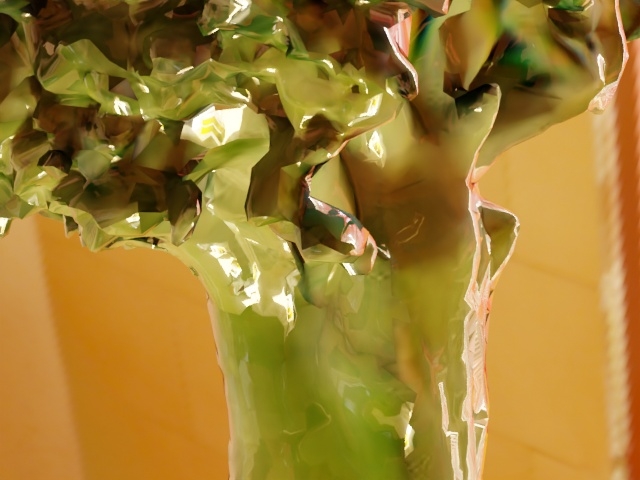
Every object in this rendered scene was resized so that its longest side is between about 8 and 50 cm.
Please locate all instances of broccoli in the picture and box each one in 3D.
[{"bbox_3d":[0.006,-0.015,0.484,0.198,0.177,0.275,-59,-43,-41],"label":"broccoli"}]
